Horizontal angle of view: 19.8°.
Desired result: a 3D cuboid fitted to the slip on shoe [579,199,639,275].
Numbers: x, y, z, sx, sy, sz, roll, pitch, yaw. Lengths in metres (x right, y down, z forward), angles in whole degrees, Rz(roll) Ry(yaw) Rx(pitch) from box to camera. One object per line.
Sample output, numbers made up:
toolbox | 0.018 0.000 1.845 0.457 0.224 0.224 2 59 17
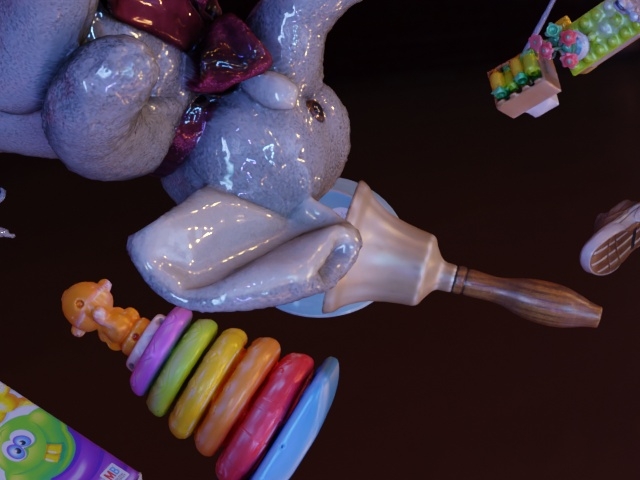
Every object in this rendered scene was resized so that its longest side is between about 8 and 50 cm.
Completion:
slip on shoe | 0.280 -0.008 1.768 0.135 0.041 0.051 -33 139 -43

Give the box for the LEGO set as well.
LEGO set | 0.240 -0.142 1.321 0.107 0.287 0.132 -17 111 -60

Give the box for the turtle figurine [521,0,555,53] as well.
turtle figurine | 0.326 -0.250 1.756 0.198 0.266 0.274 5 -68 55

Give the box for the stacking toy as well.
stacking toy | -0.140 0.135 1.919 0.175 0.302 0.166 -59 179 5

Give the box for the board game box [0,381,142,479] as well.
board game box | -0.306 0.217 1.623 0.142 0.275 0.144 -48 159 -31

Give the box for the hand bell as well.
hand bell | 0.134 0.039 1.654 0.126 0.242 0.126 16 90 -87

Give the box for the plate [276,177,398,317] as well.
plate | 0.000 0.000 2.020 0.024 0.188 0.188 86 4 -55

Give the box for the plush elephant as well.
plush elephant | -0.078 -0.099 1.040 0.272 0.255 0.330 -113 -142 -55
